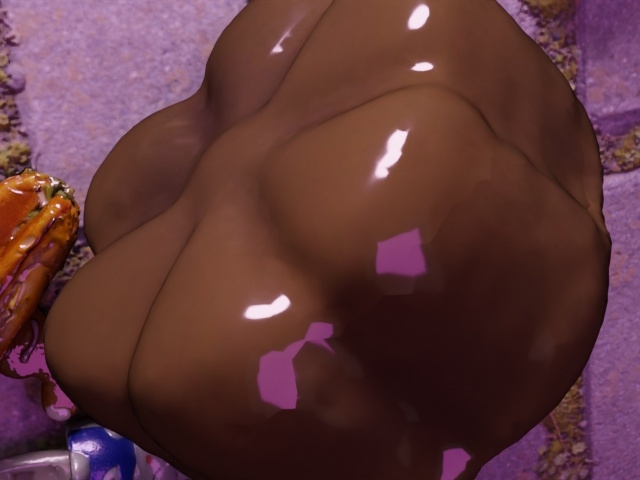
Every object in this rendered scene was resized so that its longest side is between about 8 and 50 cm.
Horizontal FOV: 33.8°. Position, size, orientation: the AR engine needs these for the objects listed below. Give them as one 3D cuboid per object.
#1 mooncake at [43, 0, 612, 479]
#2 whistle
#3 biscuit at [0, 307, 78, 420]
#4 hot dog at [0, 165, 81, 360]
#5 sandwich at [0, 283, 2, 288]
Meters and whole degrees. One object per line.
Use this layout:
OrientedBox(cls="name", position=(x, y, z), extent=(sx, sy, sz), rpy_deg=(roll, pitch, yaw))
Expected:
OrientedBox(cls="mooncake", position=(0.000, 0.000, 0.866), extent=(0.467, 0.467, 0.262), rpy_deg=(-47, 121, 4))
OrientedBox(cls="whistle", position=(-0.217, 0.232, 1.077), extent=(0.244, 0.092, 0.110), rpy_deg=(-4, 113, -17))
OrientedBox(cls="biscuit", position=(-0.234, 0.112, 1.038), extent=(0.205, 0.031, 0.138), rpy_deg=(16, 86, -10))
OrientedBox(cls="hot dog", position=(-0.315, 0.053, 0.972), extent=(0.269, 0.115, 0.072), rpy_deg=(-48, 146, 6))
OrientedBox(cls="sandwich", position=(-0.355, 0.004, 0.866), extent=(0.079, 0.113, 0.163), rpy_deg=(-63, 152, -22))
